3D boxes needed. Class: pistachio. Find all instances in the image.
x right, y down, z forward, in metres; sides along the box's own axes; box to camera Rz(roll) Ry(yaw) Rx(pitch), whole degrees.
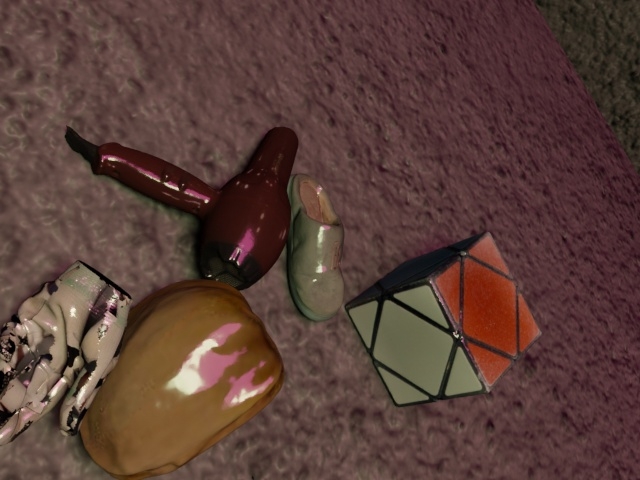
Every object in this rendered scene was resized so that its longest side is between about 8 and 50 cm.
[{"bbox_3d":[-0.182,0.163,0.819,0.260,0.163,0.212,-33,56,-24],"label":"pistachio"}]

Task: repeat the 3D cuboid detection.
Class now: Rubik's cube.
[{"bbox_3d":[0.206,0.134,1.113,0.205,0.205,0.207,-32,94,-43],"label":"Rubik's cube"}]

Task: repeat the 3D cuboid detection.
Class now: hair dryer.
[{"bbox_3d":[-0.192,-0.108,0.962,0.340,0.123,0.313,26,47,-18],"label":"hair dryer"}]

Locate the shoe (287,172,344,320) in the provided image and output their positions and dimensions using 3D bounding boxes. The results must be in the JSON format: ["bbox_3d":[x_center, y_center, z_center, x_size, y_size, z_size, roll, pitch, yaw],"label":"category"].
[{"bbox_3d":[0.000,0.000,1.062,0.103,0.100,0.251,1,70,-41],"label":"shoe"}]

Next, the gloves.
[{"bbox_3d":[-0.308,0.134,0.755,0.127,0.111,0.212,41,80,-27],"label":"gloves"}]
